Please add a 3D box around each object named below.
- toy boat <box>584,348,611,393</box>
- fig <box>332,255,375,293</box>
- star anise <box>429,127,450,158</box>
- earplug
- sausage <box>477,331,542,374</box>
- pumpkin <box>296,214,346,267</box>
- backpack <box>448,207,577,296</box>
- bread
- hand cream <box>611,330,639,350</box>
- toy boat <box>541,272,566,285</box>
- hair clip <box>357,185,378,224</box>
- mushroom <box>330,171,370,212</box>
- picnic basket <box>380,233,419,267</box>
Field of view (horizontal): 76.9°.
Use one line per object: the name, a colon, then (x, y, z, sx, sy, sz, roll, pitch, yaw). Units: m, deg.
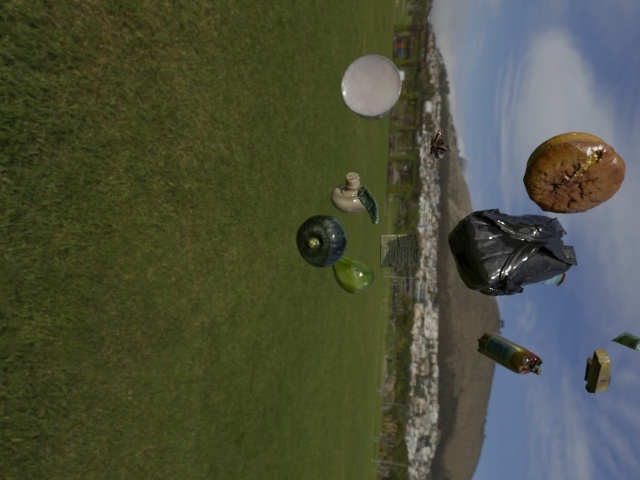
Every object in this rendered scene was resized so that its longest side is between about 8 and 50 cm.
toy boat: (1.037, 0.489, 1.512, 0.088, 0.068, 0.225, -88, 164, -60)
fig: (0.143, 0.164, 1.912, 0.167, 0.234, 0.167, -49, -152, 37)
star anise: (0.510, -0.410, 1.765, 0.129, 0.056, 0.124, 125, -53, -66)
earplug: (0.166, -0.459, 1.288, 0.301, 0.173, 0.172, -40, 132, -78)
sausage: (0.805, 0.485, 1.681, 0.317, 0.125, 0.117, -155, -113, -75)
pumpkin: (0.001, 0.000, 1.247, 0.125, 0.167, 0.166, 12, 79, -42)
backpack: (0.765, 0.030, 1.593, 0.254, 0.447, 0.362, 103, -24, -65)
bread: (0.882, -0.238, 1.419, 0.311, 0.313, 0.172, 82, 19, -44)
hand cream: (1.482, 0.479, 1.929, 0.045, 0.095, 0.175, 55, 8, 1)
toy boat: (1.025, 0.166, 1.763, 0.034, 0.122, 0.096, 40, -49, 52)
hair clip: (0.199, -0.139, 1.632, 0.066, 0.036, 0.229, -50, -143, 29)
mushroom: (0.142, -0.235, 2.025, 0.209, 0.207, 0.206, 60, 26, -25)
picnic basket: (0.409, 0.064, 2.110, 0.134, 0.197, 0.154, -83, 169, -55)
